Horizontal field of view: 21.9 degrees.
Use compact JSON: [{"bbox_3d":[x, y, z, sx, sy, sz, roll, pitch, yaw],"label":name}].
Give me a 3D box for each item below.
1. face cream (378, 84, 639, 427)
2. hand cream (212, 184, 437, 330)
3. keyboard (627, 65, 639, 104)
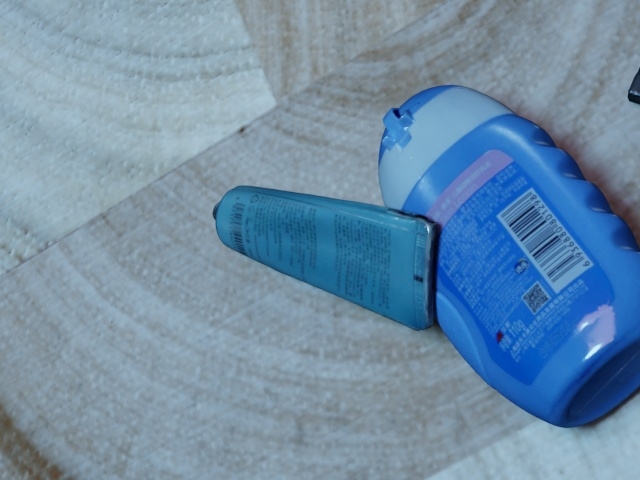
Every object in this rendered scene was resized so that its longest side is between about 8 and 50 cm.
[{"bbox_3d":[0.125,0.000,1.132,0.149,0.083,0.264,-48,56,22],"label":"face cream"},{"bbox_3d":[0.000,0.000,1.198,0.224,0.048,0.083,19,114,44],"label":"hand cream"},{"bbox_3d":[0.354,-0.091,1.085,0.309,0.018,0.101,21,81,32],"label":"keyboard"}]
